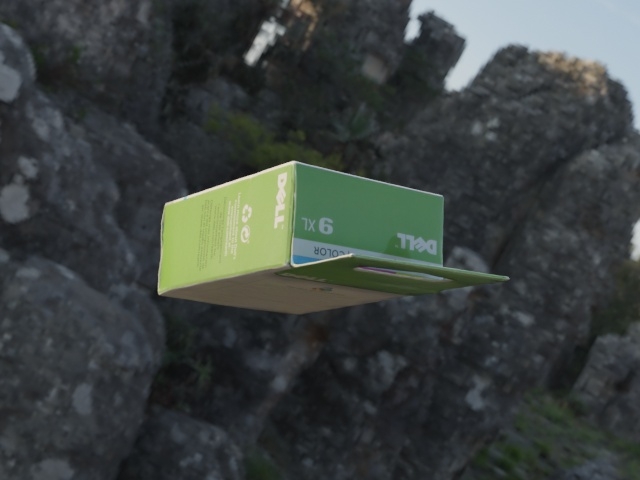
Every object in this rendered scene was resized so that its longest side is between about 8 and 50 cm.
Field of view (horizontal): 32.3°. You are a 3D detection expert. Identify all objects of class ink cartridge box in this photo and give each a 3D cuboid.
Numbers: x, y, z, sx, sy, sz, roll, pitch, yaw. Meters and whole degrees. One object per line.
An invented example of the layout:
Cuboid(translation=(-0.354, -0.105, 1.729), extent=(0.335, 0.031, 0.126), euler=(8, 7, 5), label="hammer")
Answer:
Cuboid(translation=(0.000, 0.000, 0.651), extent=(0.109, 0.062, 0.209), euler=(11, -14, -33), label="ink cartridge box")
